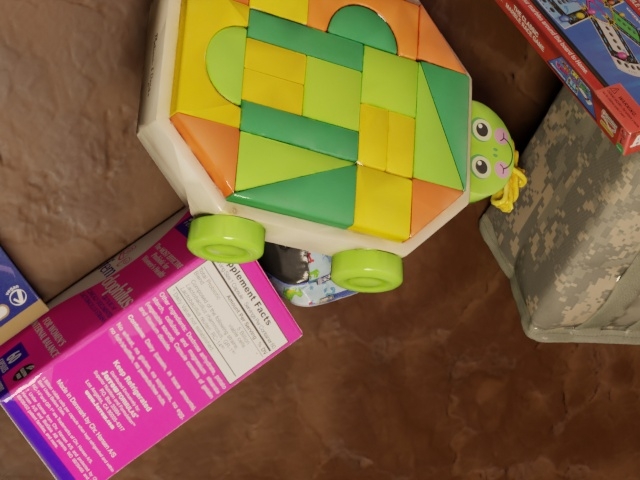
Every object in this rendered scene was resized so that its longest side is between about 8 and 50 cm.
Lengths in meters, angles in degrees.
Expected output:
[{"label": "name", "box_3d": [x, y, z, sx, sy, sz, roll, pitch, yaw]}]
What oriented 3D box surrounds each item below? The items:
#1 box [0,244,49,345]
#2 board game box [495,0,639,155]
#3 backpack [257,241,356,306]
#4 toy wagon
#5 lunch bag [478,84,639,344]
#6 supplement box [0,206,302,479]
[{"label": "box", "box_3d": [-0.323, 0.005, 1.033, 0.136, 0.036, 0.225, -37, 114, -10]}, {"label": "board game box", "box_3d": [0.225, -0.186, 1.091, 0.145, 0.281, 0.027, -17, 142, -19]}, {"label": "backpack", "box_3d": [0.000, 0.000, 1.132, 0.114, 0.105, 0.084, -18, 115, -28]}, {"label": "toy wagon", "box_3d": [0.029, -0.098, 1.068, 0.344, 0.068, 0.267, 13, 70, -26]}, {"label": "lunch bag", "box_3d": [0.321, -0.031, 1.186, 0.287, 0.169, 0.235, 4, 134, -25]}, {"label": "supplement box", "box_3d": [-0.143, 0.083, 1.089, 0.220, 0.111, 0.114, -35, 115, -11]}]
